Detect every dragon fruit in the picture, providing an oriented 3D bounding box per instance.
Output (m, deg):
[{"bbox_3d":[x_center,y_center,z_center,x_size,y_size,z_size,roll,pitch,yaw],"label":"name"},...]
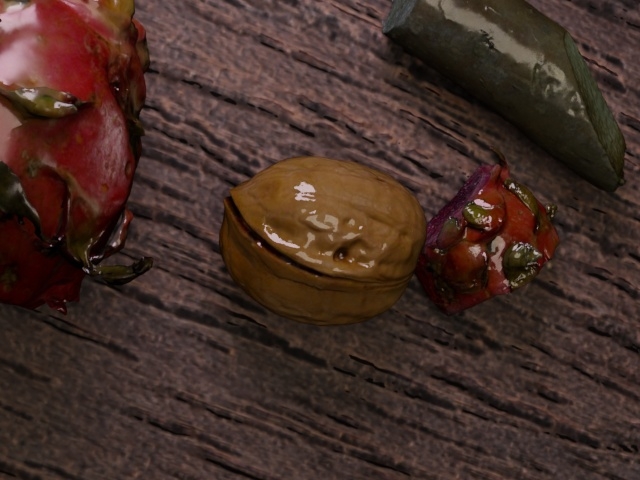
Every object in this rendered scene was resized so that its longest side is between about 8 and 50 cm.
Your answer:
[{"bbox_3d":[-0.242,-0.101,1.063,0.250,0.269,0.291,23,87,-21],"label":"dragon fruit"},{"bbox_3d":[0.151,-0.006,1.225,0.102,0.096,0.147,45,78,-4],"label":"dragon fruit"}]

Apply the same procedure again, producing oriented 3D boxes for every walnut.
[{"bbox_3d":[0.000,0.000,1.173,0.180,0.144,0.144,18,84,-20],"label":"walnut"}]

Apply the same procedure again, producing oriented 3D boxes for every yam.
[{"bbox_3d":[0.177,-0.151,1.231,0.259,0.106,0.106,33,82,-8],"label":"yam"}]
